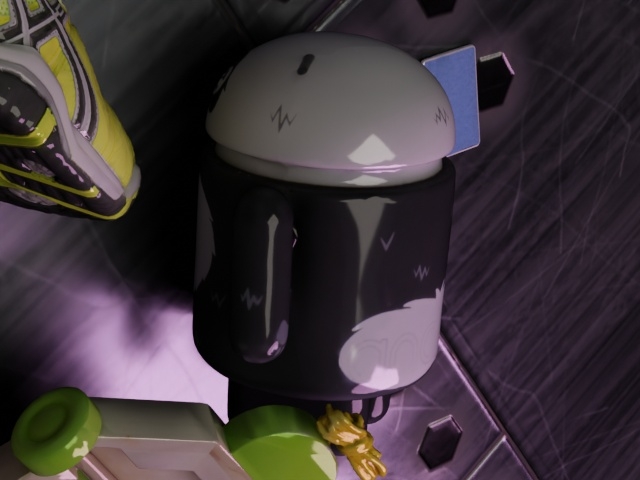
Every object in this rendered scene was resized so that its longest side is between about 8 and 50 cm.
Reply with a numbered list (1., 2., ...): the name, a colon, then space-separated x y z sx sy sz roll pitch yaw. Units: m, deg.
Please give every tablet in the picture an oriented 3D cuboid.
1. tablet: 0.099 -0.105 1.190 0.054 0.006 0.083 -21 118 -31

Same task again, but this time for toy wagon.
1. toy wagon: -0.119 0.198 1.003 0.344 0.068 0.267 -32 128 5

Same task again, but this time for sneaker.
1. sneaker: -0.201 -0.146 0.850 0.384 0.145 0.147 53 53 -46

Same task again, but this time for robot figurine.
1. robot figurine: -0.002 -0.001 1.043 0.174 0.209 0.278 -3 110 -20
